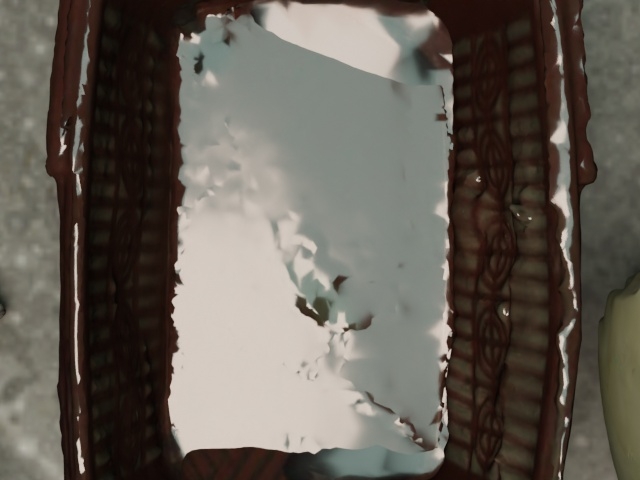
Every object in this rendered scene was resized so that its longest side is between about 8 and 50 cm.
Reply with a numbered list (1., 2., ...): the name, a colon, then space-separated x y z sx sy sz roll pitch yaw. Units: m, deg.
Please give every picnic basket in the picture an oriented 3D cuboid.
1. picnic basket: 0.000 0.000 0.631 0.222 0.129 0.297 0 91 -1

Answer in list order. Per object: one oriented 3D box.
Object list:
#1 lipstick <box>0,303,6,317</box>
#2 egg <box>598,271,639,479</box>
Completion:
1. lipstick: -0.204 -0.012 0.677 0.040 0.040 0.141 -36 89 1
2. egg: 0.267 0.096 0.551 0.278 0.278 0.336 -34 85 1
